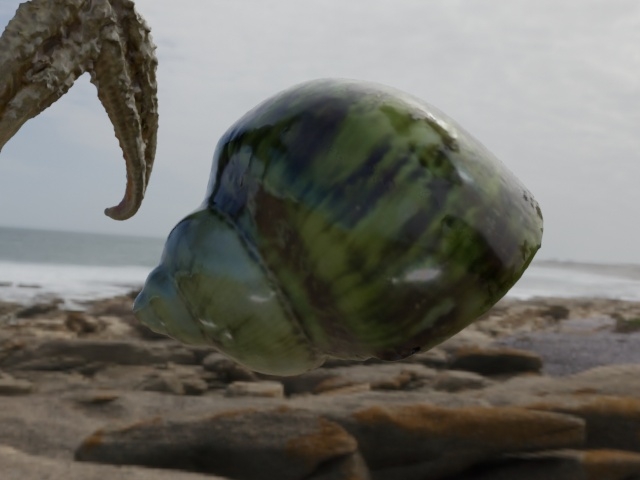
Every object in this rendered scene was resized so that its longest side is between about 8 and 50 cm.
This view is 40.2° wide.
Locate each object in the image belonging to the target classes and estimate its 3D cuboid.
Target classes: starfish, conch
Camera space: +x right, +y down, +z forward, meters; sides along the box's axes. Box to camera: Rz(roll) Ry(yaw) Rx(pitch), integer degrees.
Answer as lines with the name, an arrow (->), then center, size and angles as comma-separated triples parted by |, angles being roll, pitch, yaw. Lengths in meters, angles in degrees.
starfish -> -0.133, -0.111, 0.439 | 0.050, 0.247, 0.138 | 18, 28, 37
conch -> -0.002, -0.001, 0.458 | 0.124, 0.181, 0.187 | 34, 6, -31
